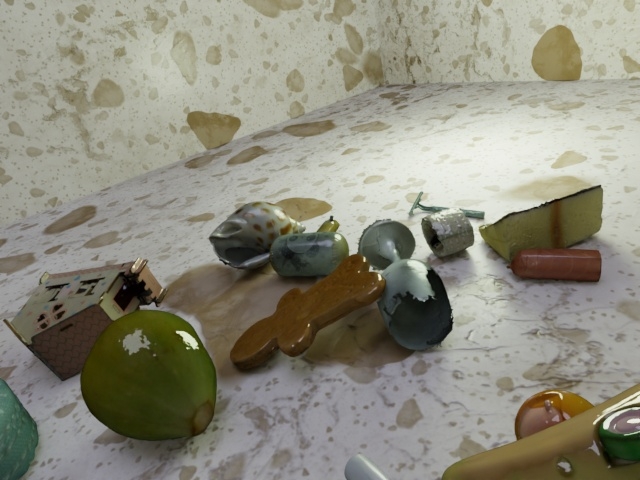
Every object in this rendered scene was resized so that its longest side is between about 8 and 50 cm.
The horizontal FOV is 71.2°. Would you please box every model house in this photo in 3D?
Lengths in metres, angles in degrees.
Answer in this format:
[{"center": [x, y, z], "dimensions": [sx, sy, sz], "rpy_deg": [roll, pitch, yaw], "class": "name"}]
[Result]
[{"center": [-0.546, 0.189, 1.028], "dimensions": [0.325, 0.169, 0.244], "rpy_deg": [-8, 34, 15], "class": "model house"}]

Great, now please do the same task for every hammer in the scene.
[{"center": [0.000, 0.000, 1.200], "dimensions": [0.201, 0.113, 0.305], "rpy_deg": [-1, 21, 18], "class": "hammer"}]

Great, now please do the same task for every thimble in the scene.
[{"center": [0.301, -0.020, 1.070], "dimensions": [0.090, 0.102, 0.115], "rpy_deg": [-18, 20, -8], "class": "thimble"}, {"center": [-0.599, 0.347, 0.745], "dimensions": [0.198, 0.143, 0.235], "rpy_deg": [-25, 28, -18], "class": "thimble"}]

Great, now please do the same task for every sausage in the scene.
[{"center": [0.468, 0.048, 0.907], "dimensions": [0.169, 0.065, 0.065], "rpy_deg": [1, 30, 23], "class": "sausage"}]

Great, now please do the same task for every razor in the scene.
[{"center": [0.358, -0.086, 1.259], "dimensions": [0.211, 0.036, 0.084], "rpy_deg": [15, 62, 35], "class": "razor"}]

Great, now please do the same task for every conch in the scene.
[{"center": [-0.166, -0.017, 1.240], "dimensions": [0.274, 0.183, 0.149], "rpy_deg": [-13, -5, -11], "class": "conch"}]

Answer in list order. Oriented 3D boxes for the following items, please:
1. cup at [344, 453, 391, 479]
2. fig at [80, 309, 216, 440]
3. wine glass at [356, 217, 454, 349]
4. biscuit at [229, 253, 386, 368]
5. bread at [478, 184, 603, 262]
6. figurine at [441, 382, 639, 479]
[{"center": [-0.031, 0.355, 0.445], "dimensions": [0.300, 0.167, 0.173], "rpy_deg": [-53, 30, -15], "class": "cup"}, {"center": [-0.275, 0.233, 0.766], "dimensions": [0.229, 0.207, 0.207], "rpy_deg": [24, 32, -1], "class": "fig"}, {"center": [0.166, 0.080, 0.911], "dimensions": [0.143, 0.144, 0.321], "rpy_deg": [-13, 29, 1], "class": "wine glass"}, {"center": [-0.030, 0.151, 0.884], "dimensions": [0.339, 0.047, 0.216], "rpy_deg": [-35, 19, 2], "class": "biscuit"}, {"center": [0.488, -0.065, 1.031], "dimensions": [0.239, 0.136, 0.178], "rpy_deg": [-18, 27, -4], "class": "bread"}, {"center": [0.287, 0.241, 0.503], "dimensions": [0.324, 0.124, 0.222], "rpy_deg": [-31, -4, 22], "class": "figurine"}]
